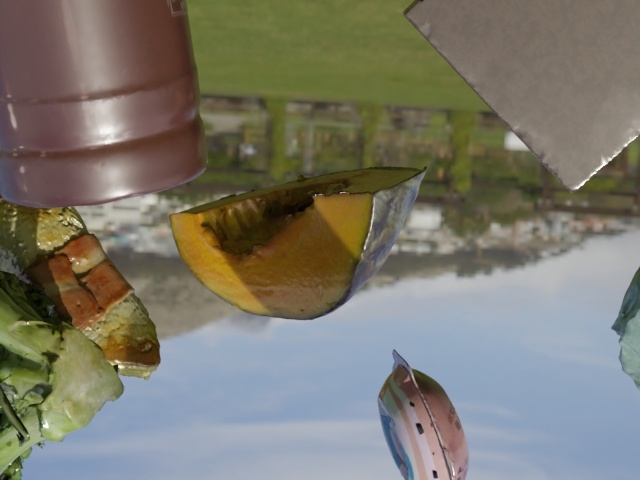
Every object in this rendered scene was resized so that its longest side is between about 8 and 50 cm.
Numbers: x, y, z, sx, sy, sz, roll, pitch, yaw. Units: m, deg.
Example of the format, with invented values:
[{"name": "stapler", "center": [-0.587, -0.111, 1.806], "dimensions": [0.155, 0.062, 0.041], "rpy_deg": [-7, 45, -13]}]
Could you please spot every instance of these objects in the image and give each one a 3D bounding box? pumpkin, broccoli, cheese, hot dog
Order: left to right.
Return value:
[{"name": "broccoli", "center": [-0.337, 0.132, 1.218], "dimensions": [0.284, 0.303, 0.321], "rpy_deg": [-1, 147, 30]}, {"name": "hot dog", "center": [-0.279, 0.057, 1.439], "dimensions": [0.123, 0.261, 0.093], "rpy_deg": [-29, 173, -40]}, {"name": "pumpkin", "center": [0.000, 0.000, 1.467], "dimensions": [0.312, 0.148, 0.169], "rpy_deg": [-2, -168, 38]}, {"name": "cheese", "center": [0.128, 0.258, 1.487], "dimensions": [0.074, 0.285, 0.189], "rpy_deg": [-18, -161, -8]}]

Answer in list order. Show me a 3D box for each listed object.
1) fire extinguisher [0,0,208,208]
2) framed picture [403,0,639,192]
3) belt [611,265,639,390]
[{"name": "fire extinguisher", "center": [-0.138, -0.193, 0.648], "dimensions": [0.114, 0.337, 0.135], "rpy_deg": [-14, -161, -24]}, {"name": "framed picture", "center": [0.158, -0.134, 0.859], "dimensions": [0.168, 0.128, 0.023], "rpy_deg": [45, -169, -10]}, {"name": "belt", "center": [0.338, 0.066, 0.885], "dimensions": [0.258, 0.207, 0.150], "rpy_deg": [31, -128, 6]}]
